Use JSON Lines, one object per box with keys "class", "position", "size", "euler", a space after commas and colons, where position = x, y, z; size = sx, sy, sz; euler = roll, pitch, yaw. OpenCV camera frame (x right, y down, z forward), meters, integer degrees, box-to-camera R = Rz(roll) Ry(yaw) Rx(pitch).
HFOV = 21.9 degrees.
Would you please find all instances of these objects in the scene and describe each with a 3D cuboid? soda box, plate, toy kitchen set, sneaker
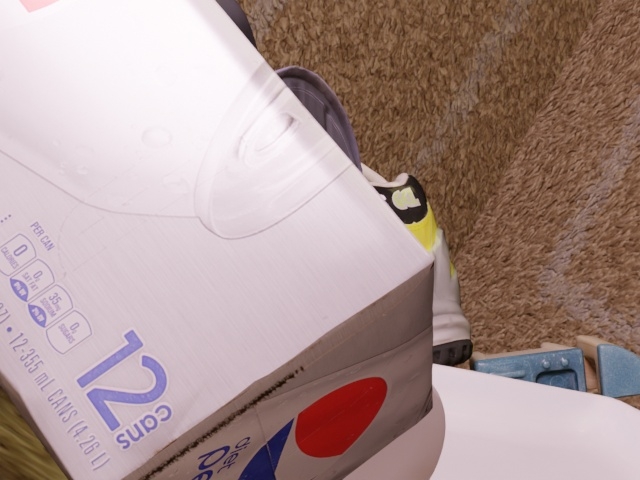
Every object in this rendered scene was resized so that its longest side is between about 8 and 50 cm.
{"class": "soda box", "position": [-0.089, -0.053, 0.431], "size": [0.286, 0.091, 0.098], "euler": [51, -12, 23]}
{"class": "plate", "position": [0.099, 0.115, 0.798], "size": [0.277, 0.045, 0.278], "euler": [11, 8, -24]}
{"class": "toy kitchen set", "position": [0.150, 0.166, 1.205], "size": [0.207, 0.166, 0.122], "euler": [-7, 4, -7]}
{"class": "sneaker", "position": [0.000, 0.000, 1.310], "size": [0.145, 0.147, 0.384], "euler": [-10, 13, -28]}

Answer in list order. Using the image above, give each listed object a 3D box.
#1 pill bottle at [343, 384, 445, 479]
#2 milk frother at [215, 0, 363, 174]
{"class": "pill bottle", "position": [-0.023, 0.051, 0.656], "size": [0.087, 0.087, 0.160], "euler": [30, 0, -38]}
{"class": "milk frother", "position": [-0.080, -0.014, 0.583], "size": [0.134, 0.143, 0.129], "euler": [-5, -54, 31]}
